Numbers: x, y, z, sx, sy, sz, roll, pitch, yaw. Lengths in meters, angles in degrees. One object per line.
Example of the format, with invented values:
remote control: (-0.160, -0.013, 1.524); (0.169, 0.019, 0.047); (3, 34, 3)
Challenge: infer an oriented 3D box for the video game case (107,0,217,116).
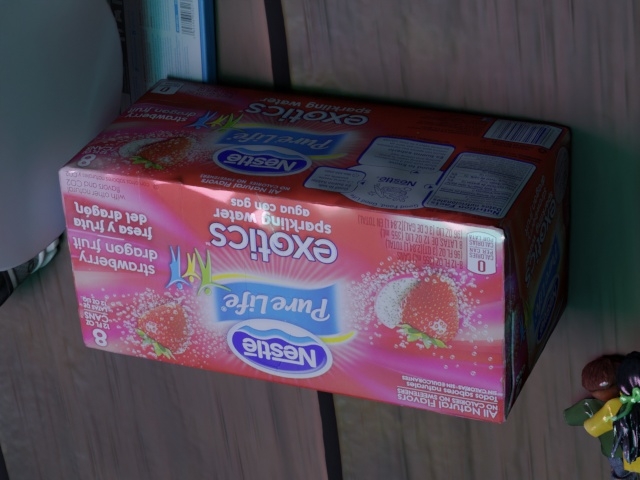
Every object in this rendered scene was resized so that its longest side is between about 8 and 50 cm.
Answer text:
video game case: (-0.139, -0.121, 1.063); (0.166, 0.015, 0.119); (13, 123, 23)

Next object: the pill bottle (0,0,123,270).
pill bottle: (-0.330, -0.123, 1.020); (0.408, 0.229, 0.229); (19, 125, 24)

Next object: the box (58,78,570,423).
box: (0.000, 0.000, 0.971); (0.257, 0.128, 0.122); (8, 121, 20)

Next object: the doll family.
doll family: (0.215, 0.098, 0.954); (0.193, 0.076, 0.111); (-13, 105, 29)

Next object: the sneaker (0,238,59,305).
sneaker: (-0.252, 0.031, 1.175); (0.170, 0.075, 0.063); (-26, 102, 38)
